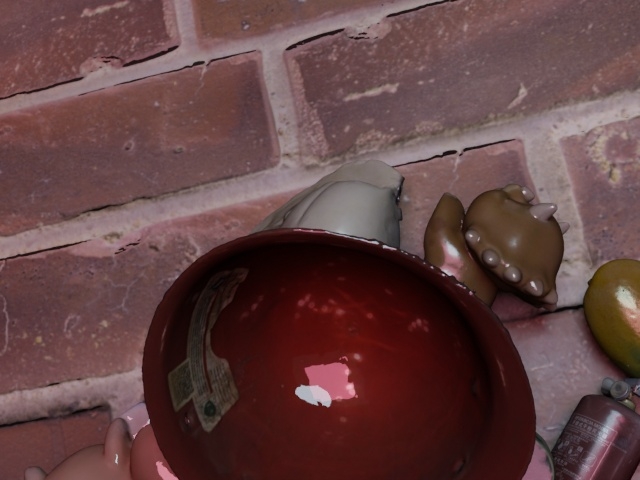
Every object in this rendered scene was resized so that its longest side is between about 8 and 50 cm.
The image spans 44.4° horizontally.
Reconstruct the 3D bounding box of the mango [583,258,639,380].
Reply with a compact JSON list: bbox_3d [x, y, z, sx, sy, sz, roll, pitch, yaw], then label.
[{"bbox_3d":[0.417,0.110,0.984,0.194,0.092,0.130,41,81,10],"label":"mango"}]

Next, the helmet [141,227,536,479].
[{"bbox_3d":[0.026,0.132,0.849,0.384,0.230,0.338,3,103,9],"label":"helmet"}]

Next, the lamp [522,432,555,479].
[{"bbox_3d":[0.203,0.263,0.896,0.121,0.215,0.121,-1,76,3],"label":"lamp"}]

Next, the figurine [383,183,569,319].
[{"bbox_3d":[0.214,0.050,0.989,0.173,0.177,0.247,19,64,34],"label":"figurine"}]

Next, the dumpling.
[{"bbox_3d":[0.001,0.005,1.070,0.226,0.243,0.175,6,114,31],"label":"dumpling"}]

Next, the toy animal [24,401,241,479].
[{"bbox_3d":[-0.204,0.312,0.982,0.256,0.195,0.213,-34,62,0],"label":"toy animal"}]

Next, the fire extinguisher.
[{"bbox_3d":[0.326,0.273,0.936,0.104,0.105,0.269,31,79,18],"label":"fire extinguisher"}]
